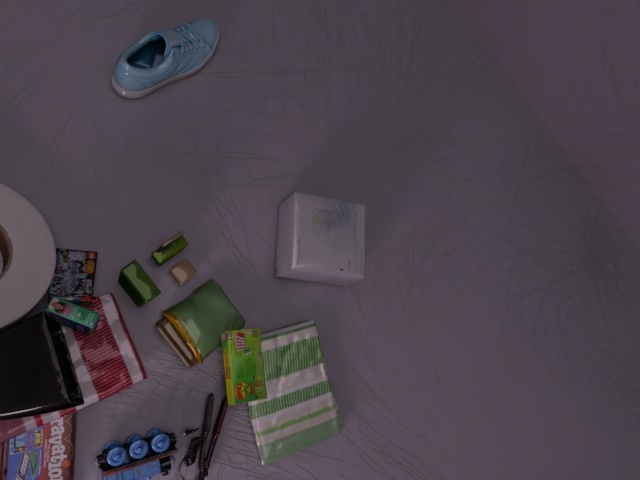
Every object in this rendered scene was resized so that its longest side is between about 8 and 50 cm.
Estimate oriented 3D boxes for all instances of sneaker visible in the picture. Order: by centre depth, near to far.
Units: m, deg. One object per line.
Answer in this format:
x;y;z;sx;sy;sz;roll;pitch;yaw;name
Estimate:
-0.402;-0.521;1.484;0.135;0.150;0.366;46;63;-9;sneaker

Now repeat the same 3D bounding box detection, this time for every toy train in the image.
-0.419;0.506;1.249;0.184;0.080;0.105;-8;89;-29;toy train

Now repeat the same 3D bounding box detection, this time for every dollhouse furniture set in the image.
-0.325;0.147;1.343;0.198;0.151;0.301;-40;95;-28;dollhouse furniture set

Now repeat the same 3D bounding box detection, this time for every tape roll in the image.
-0.773;0.031;1.139;0.392;0.072;0.391;22;52;-31;tape roll

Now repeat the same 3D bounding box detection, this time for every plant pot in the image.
-0.605;0.273;1.101;0.167;0.188;0.187;-18;78;-18;plant pot

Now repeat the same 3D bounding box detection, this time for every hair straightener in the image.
-0.299;0.489;1.333;0.089;0.047;0.230;21;73;-19;hair straightener

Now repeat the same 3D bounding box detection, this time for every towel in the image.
-0.592;0.274;1.225;0.329;0.037;0.236;-20;78;-31;towel
-0.084;0.398;1.458;0.248;0.038;0.324;-12;84;-26;towel

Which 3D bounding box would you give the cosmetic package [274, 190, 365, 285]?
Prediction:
0.000;0.000;1.545;0.225;0.138;0.223;8;73;-22;cosmetic package

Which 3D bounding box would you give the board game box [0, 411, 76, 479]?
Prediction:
-0.620;0.439;1.198;0.145;0.027;0.281;3;75;-26;board game box

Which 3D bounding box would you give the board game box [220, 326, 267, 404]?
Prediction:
-0.194;0.317;1.376;0.092;0.043;0.181;-2;79;-31;board game box

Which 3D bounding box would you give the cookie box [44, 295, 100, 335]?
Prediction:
-0.554;0.170;1.212;0.107;0.092;0.040;25;62;-15;cookie box

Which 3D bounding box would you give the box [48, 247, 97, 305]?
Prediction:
-0.585;0.086;1.284;0.094;0.027;0.136;6;56;-23;box
